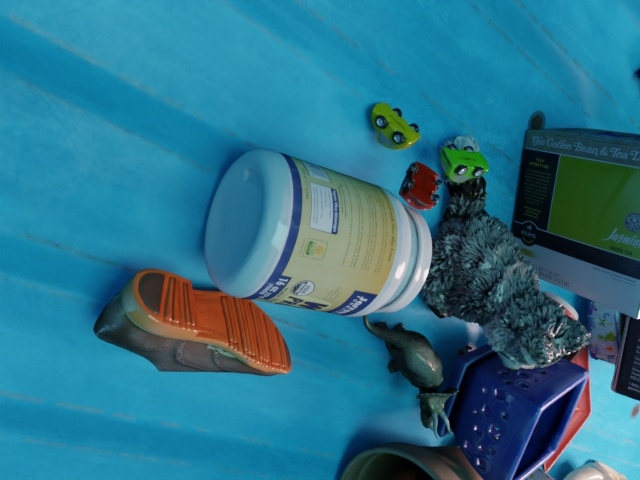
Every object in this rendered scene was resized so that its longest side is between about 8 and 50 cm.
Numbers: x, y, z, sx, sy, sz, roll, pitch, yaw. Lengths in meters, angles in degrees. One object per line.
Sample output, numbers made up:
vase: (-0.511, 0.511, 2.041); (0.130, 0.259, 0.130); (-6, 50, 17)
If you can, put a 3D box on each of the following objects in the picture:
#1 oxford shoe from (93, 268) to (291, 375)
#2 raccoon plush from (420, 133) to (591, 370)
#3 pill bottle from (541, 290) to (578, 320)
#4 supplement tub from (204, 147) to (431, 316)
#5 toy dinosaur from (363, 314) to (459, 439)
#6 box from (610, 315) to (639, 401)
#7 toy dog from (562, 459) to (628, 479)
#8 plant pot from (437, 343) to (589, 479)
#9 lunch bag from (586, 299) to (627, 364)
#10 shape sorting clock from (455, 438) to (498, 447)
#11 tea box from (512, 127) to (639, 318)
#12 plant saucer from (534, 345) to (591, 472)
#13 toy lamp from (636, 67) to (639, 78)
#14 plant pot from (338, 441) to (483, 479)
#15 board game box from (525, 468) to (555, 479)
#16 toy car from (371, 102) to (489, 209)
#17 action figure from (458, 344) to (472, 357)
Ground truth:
oxford shoe: (-0.194, 0.159, 0.951); (0.133, 0.130, 0.363); (-36, 135, 23)
raccoon plush: (0.339, 0.044, 1.095); (0.216, 0.299, 0.446); (-30, 118, -19)
pill bottle: (0.513, 0.225, 1.371); (0.193, 0.108, 0.108); (-48, 123, -8)
supplement tub: (0.000, 0.000, 0.923); (0.316, 0.228, 0.228); (14, 98, -33)
toy dinosaur: (0.191, 0.233, 1.153); (0.121, 0.160, 0.313); (-35, 121, -17)
box: (1.008, 0.161, 1.460); (0.480, 0.297, 0.472); (-7, 106, -45)
toy dog: (0.779, 0.873, 1.643); (0.395, 0.284, 0.408); (31, 91, -34)
plant pot: (0.395, 0.351, 1.232); (0.236, 0.212, 0.236); (-11, 121, -42)
lunch bag: (0.778, 0.205, 1.520); (0.176, 0.090, 0.219); (-38, 122, -32)
shape sorting clock: (0.393, 0.571, 1.424); (0.206, 0.040, 0.206); (-5, 117, -10)
tea box: (0.605, -0.058, 1.199); (0.220, 0.329, 0.323); (-7, 110, -28)
plant saucer: (0.632, 0.435, 1.523); (0.259, 0.047, 0.258); (-33, 120, -32)
toy lamp: (0.836, -0.298, 1.410); (0.080, 0.080, 0.275); (-39, 119, -14)
plant pot: (0.242, 0.573, 1.234); (0.280, 0.323, 0.323); (0, 106, -47)
board game box: (0.515, 0.742, 1.492); (0.053, 0.193, 0.305); (38, 85, -33)
toy car: (0.204, -0.137, 1.028); (0.225, 0.239, 0.053); (2, 144, -29)
action figure: (0.353, 0.300, 1.351); (0.038, 0.030, 0.115); (-34, 123, -20)
